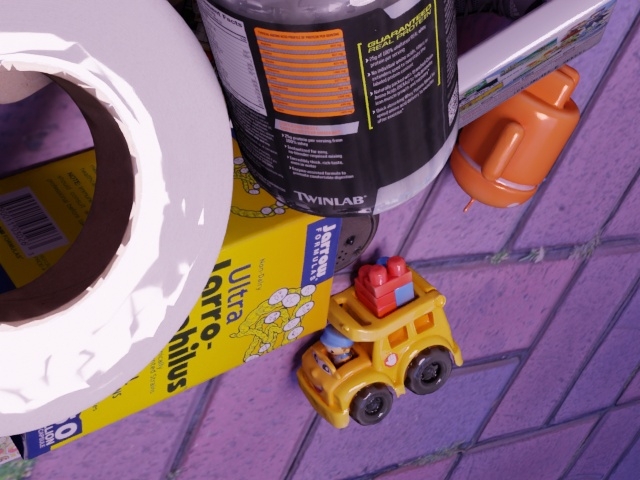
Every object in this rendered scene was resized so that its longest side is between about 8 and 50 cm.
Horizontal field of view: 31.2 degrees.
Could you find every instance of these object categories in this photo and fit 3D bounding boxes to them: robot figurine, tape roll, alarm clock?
[{"bbox_3d":[0.250,-0.135,1.481,0.128,0.158,0.219,13,120,-26],"label":"robot figurine"},{"bbox_3d":[-0.245,-0.039,0.880,0.392,0.072,0.392,-14,114,-35],"label":"tape roll"},{"bbox_3d":[0.000,0.000,1.439,0.192,0.064,0.129,-46,146,11],"label":"alarm clock"}]

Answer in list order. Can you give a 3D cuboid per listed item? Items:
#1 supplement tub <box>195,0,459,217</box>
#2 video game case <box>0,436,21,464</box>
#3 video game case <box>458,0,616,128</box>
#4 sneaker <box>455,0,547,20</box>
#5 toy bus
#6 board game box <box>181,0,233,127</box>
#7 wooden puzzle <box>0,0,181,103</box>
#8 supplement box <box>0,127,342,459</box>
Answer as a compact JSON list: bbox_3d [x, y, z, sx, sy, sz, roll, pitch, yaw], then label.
[{"bbox_3d":[0.007,-0.188,0.931,0.207,0.207,0.338,-33,148,-14],"label":"supplement tub"},{"bbox_3d":[-0.323,0.169,1.326,0.227,0.026,0.206,-20,140,-31],"label":"video game case"},{"bbox_3d":[0.167,-0.168,1.260,0.329,0.036,0.300,-31,175,9],"label":"video game case"},{"bbox_3d":[0.173,-0.269,1.248,0.228,0.132,0.086,-28,144,-22],"label":"sneaker"},{"bbox_3d":[0.070,0.122,1.583,0.220,0.149,0.211,-27,130,-17],"label":"toy bus"},{"bbox_3d":[-0.062,-0.222,1.096,0.136,0.030,0.260,11,125,-13],"label":"board game box"},{"bbox_3d":[-0.188,-0.304,0.891,0.348,0.080,0.322,-30,143,-7],"label":"wooden puzzle"},{"bbox_3d":[-0.180,0.030,1.165,0.356,0.195,0.194,-22,141,-28],"label":"supplement box"}]
